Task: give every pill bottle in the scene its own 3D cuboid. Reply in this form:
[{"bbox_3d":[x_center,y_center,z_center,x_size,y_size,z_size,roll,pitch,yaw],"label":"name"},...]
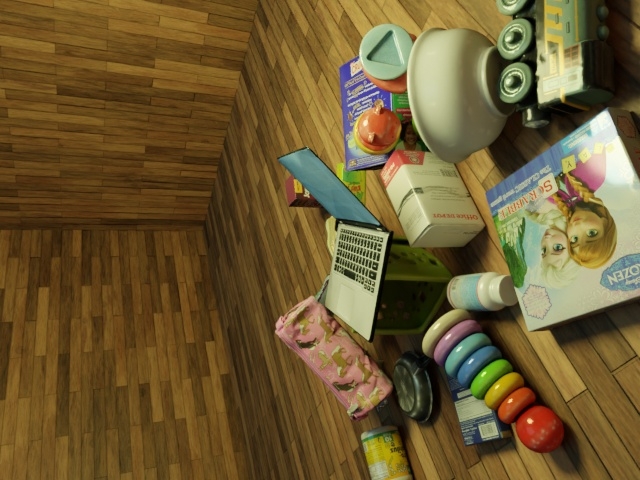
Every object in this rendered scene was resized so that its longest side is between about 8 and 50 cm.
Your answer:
[{"bbox_3d":[0.200,0.660,1.465,0.118,0.117,0.209,124,139,-50],"label":"pill bottle"},{"bbox_3d":[0.371,0.118,1.142,0.160,0.087,0.087,163,106,-64],"label":"pill bottle"}]

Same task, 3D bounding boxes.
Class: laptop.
[{"bbox_3d":[0.000,0.000,1.283,0.382,0.236,0.409,-160,79,-75],"label":"laptop"}]

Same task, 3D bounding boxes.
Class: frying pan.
[{"bbox_3d":[0.271,0.384,1.364,0.326,0.053,0.198,117,145,-60],"label":"frying pan"}]

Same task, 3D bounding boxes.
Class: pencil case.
[{"bbox_3d":[0.038,0.342,1.473,0.386,0.160,0.167,48,-173,2],"label":"pencil case"}]

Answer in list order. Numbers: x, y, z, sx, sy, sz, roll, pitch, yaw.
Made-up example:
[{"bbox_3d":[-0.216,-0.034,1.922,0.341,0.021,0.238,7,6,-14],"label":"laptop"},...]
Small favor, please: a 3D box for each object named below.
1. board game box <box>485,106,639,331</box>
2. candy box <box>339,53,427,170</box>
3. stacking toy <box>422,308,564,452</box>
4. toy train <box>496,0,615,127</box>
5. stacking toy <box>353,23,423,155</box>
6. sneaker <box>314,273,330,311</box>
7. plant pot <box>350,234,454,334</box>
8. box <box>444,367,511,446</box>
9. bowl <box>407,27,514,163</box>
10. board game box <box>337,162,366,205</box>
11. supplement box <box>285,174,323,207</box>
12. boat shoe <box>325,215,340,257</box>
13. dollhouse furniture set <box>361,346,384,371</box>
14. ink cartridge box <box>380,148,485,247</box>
[{"bbox_3d":[0.478,-0.022,0.940,0.319,0.065,0.318,134,130,-56],"label":"board game box"},{"bbox_3d":[0.172,-0.369,1.419,0.268,0.122,0.318,3,98,64],"label":"candy box"},{"bbox_3d":[0.372,0.301,1.070,0.330,0.141,0.141,47,133,39],"label":"stacking toy"},{"bbox_3d":[0.446,-0.387,0.947,0.190,0.142,0.334,-3,85,52],"label":"toy train"},{"bbox_3d":[0.220,-0.365,1.211,0.130,0.279,0.309,-25,-62,-83],"label":"stacking toy"},{"bbox_3d":[0.032,0.229,1.865,0.098,0.083,0.224,57,138,42],"label":"sneaker"},{"bbox_3d":[0.192,0.109,1.375,0.207,0.226,0.228,-109,30,-47],"label":"plant pot"},{"bbox_3d":[0.367,0.365,1.204,0.136,0.036,0.226,130,135,-53],"label":"box"},{"bbox_3d":[0.323,-0.318,1.058,0.134,0.297,0.298,-2,88,46],"label":"bowl"},{"bbox_3d":[0.103,-0.167,1.698,0.043,0.092,0.182,7,96,63],"label":"board game box"},{"bbox_3d":[-0.027,-0.183,1.861,0.081,0.188,0.104,-36,58,59],"label":"supplement box"},{"bbox_3d":[0.064,-0.013,1.819,0.072,0.068,0.190,-43,51,42],"label":"boat shoe"},{"bbox_3d":[0.115,0.450,1.662,0.182,0.101,0.161,-165,76,-64],"label":"dollhouse furniture set"},{"bbox_3d":[0.274,-0.103,1.246,0.100,0.171,0.237,121,140,-48],"label":"ink cartridge box"}]
